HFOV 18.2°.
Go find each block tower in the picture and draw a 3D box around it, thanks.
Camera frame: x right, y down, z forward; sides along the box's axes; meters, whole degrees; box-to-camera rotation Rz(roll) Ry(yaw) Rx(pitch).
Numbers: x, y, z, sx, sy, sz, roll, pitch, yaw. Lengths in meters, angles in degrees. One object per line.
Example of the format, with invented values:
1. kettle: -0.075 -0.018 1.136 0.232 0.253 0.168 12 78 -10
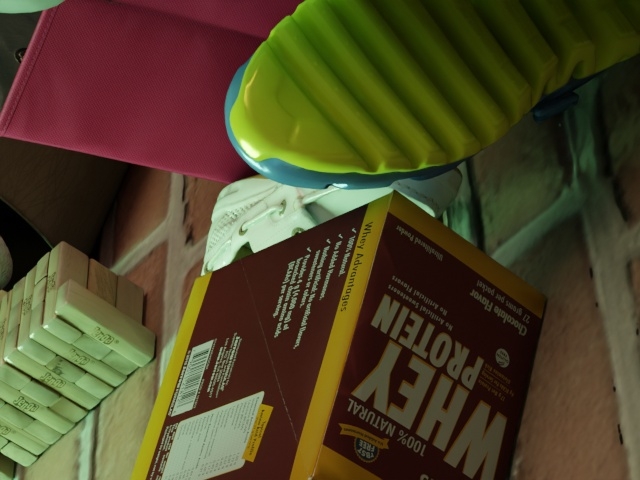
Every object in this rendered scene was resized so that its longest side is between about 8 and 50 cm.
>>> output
1. block tower: -0.273 0.136 1.644 0.335 0.091 0.097 -40 32 29

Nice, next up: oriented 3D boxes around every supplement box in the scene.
1. supplement box: 0.006 0.104 1.178 0.194 0.129 0.191 -23 41 47

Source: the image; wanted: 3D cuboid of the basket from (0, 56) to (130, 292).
1. basket: -0.241 -0.091 1.761 0.154 0.204 0.227 -9 42 49

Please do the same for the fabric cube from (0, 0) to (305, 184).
1. fabric cube: -0.100 -0.217 1.458 0.259 0.258 0.254 -61 33 28

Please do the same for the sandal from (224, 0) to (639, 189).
1. sandal: 0.077 -0.099 1.201 0.126 0.317 0.138 65 149 10

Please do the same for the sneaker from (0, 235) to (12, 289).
1. sneaker: -0.358 0.070 1.707 0.153 0.101 0.268 -34 -12 -30

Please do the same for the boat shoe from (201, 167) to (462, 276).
1. boat shoe: 0.000 0.000 1.347 0.277 0.098 0.096 -23 41 61

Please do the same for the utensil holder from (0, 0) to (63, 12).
1. utensil holder: -0.001 -0.298 1.078 0.385 0.328 0.328 -3 44 5
